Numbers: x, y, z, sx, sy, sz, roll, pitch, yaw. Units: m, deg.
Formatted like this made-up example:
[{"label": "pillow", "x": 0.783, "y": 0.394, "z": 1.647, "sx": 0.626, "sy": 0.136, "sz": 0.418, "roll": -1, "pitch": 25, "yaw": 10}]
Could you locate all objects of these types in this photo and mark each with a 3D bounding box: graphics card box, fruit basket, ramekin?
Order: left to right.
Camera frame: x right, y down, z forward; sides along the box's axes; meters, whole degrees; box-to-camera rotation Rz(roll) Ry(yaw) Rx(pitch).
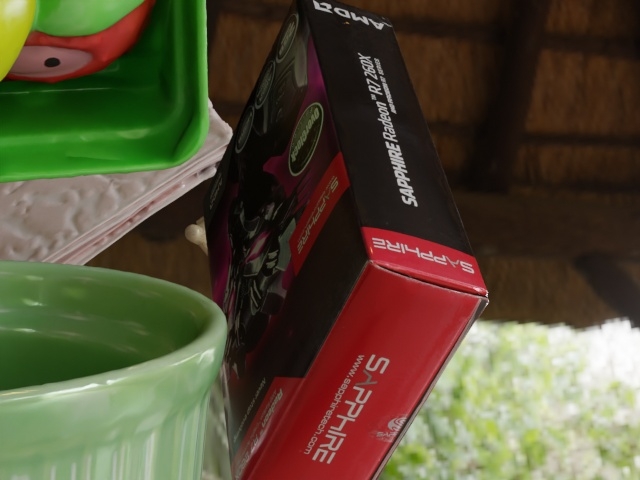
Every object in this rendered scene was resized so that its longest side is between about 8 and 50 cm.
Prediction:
[{"label": "fruit basket", "x": -0.238, "y": -0.132, "z": 0.742, "sx": 0.392, "sy": 0.392, "sz": 0.283, "roll": -4, "pitch": -54, "yaw": -9}, {"label": "ramekin", "x": -0.199, "y": 0.108, "z": 0.680, "sx": 0.303, "sy": 0.148, "sz": 0.303, "roll": 2, "pitch": 10, "yaw": 0}, {"label": "graphics card box", "x": 0.000, "y": 0.000, "z": 1.025, "sx": 0.094, "sy": 0.371, "sz": 0.232, "roll": 15, "pitch": -56, "yaw": -18}]

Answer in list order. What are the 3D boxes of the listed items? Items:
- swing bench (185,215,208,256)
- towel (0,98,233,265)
[{"label": "swing bench", "x": -0.006, "y": -0.035, "z": 1.605, "sx": 0.253, "sy": 0.165, "sz": 0.254, "roll": -37, "pitch": 5, "yaw": 2}, {"label": "towel", "x": -0.283, "y": -0.106, "z": 1.405, "sx": 0.317, "sy": 0.332, "sz": 0.053, "roll": -33, "pitch": -36, "yaw": -5}]
